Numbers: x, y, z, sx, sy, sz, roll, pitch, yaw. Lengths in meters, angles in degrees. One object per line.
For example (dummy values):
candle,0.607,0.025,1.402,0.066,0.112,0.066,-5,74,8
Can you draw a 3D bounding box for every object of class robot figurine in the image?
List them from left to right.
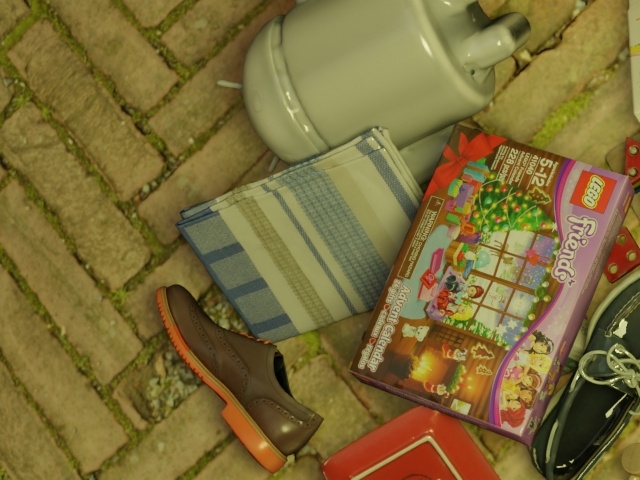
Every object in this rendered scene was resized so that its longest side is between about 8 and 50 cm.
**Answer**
robot figurine,0.058,-0.197,2.115,0.353,0.200,0.300,-23,94,23

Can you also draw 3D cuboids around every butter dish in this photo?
butter dish,0.106,0.250,2.017,0.160,0.118,0.160,-32,102,14

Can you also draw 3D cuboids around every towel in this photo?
towel,0.000,0.000,2.120,0.285,0.209,0.034,-22,26,26

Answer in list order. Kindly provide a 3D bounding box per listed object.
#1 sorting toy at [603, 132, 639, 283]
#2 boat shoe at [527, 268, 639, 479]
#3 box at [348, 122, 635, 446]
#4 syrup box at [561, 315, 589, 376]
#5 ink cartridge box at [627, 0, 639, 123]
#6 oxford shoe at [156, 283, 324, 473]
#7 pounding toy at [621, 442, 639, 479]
sorting toy,0.373,-0.072,1.982,0.274,0.046,0.132,-34,61,19
boat shoe,0.298,0.143,1.918,0.254,0.095,0.079,-55,17,12
box,0.178,0.042,1.935,0.201,0.057,0.293,19,78,23
syrup box,0.214,0.030,2.021,0.096,0.093,0.237,-26,64,22
ink cartridge box,0.391,-0.203,1.974,0.115,0.067,0.198,-17,46,25
oxford shoe,-0.096,0.143,2.187,0.098,0.097,0.271,-39,67,2
pounding toy,0.368,0.299,1.857,0.181,0.094,0.206,-34,55,23
